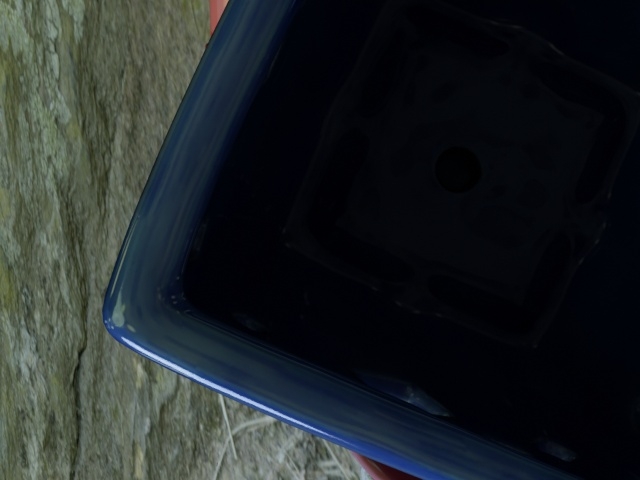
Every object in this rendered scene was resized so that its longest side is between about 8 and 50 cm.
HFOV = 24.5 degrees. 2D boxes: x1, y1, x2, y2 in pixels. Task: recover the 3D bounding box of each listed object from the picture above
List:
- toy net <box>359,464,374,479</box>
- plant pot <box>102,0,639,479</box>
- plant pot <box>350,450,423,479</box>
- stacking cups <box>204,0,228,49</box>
[{"bbox_3d":[0.059,0.252,1.002,0.122,0.045,0.232,93,172,-55],"label":"toy net"},{"bbox_3d":[0.071,-0.033,0.555,0.212,0.236,0.236,-173,107,-84],"label":"plant pot"},{"bbox_3d":[0.107,0.023,0.791,0.201,0.180,0.201,35,132,50],"label":"plant pot"},{"bbox_3d":[-0.053,-0.057,1.132,0.096,0.096,0.316,22,120,56],"label":"stacking cups"}]
